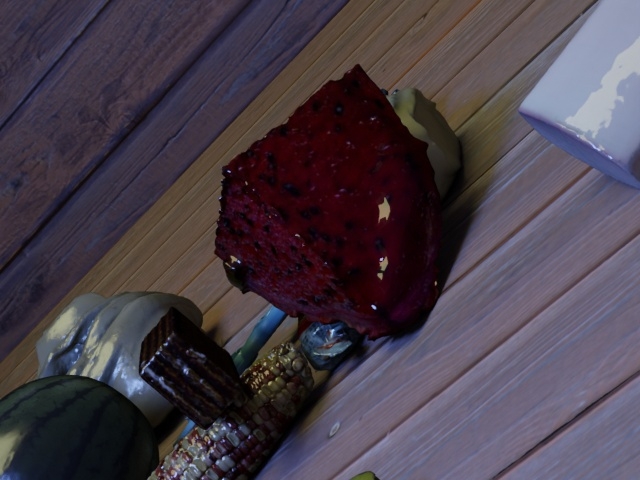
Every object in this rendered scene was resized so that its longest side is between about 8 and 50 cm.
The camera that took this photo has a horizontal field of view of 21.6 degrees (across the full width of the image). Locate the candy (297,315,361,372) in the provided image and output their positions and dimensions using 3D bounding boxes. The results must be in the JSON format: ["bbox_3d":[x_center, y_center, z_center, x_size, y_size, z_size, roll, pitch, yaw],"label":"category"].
[{"bbox_3d":[0.012,0.098,2.123,0.086,0.059,0.292,-45,15,14],"label":"candy"}]

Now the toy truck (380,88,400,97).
[{"bbox_3d":[0.097,-0.158,2.476,0.115,0.080,0.177,-58,13,-4],"label":"toy truck"}]

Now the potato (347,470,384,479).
[{"bbox_3d":[0.013,0.298,1.610,0.198,0.054,0.119,-49,13,29],"label":"potato"}]

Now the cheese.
[{"bbox_3d":[0.079,-0.081,2.228,0.233,0.127,0.266,-46,13,21],"label":"cheese"}]

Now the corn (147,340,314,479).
[{"bbox_3d":[-0.114,0.247,2.057,0.290,0.098,0.098,-51,13,-2],"label":"corn"}]

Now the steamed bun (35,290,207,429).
[{"bbox_3d":[-0.338,0.205,2.651,0.310,0.219,0.324,-50,14,8],"label":"steamed bun"}]

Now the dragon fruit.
[{"bbox_3d":[0.000,0.000,1.989,0.330,0.240,0.302,55,126,32],"label":"dragon fruit"}]

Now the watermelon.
[{"bbox_3d":[-0.377,0.353,2.276,0.359,0.279,0.279,-60,16,-25],"label":"watermelon"}]

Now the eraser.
[{"bbox_3d":[0.340,-0.195,1.670,0.270,0.095,0.174,-51,39,-3],"label":"eraser"}]

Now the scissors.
[{"bbox_3d":[-0.097,0.150,2.298,0.393,0.032,0.180,-53,-3,25],"label":"scissors"}]

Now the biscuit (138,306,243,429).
[{"bbox_3d":[-0.165,0.153,2.078,0.073,0.107,0.388,-49,6,-1],"label":"biscuit"}]
